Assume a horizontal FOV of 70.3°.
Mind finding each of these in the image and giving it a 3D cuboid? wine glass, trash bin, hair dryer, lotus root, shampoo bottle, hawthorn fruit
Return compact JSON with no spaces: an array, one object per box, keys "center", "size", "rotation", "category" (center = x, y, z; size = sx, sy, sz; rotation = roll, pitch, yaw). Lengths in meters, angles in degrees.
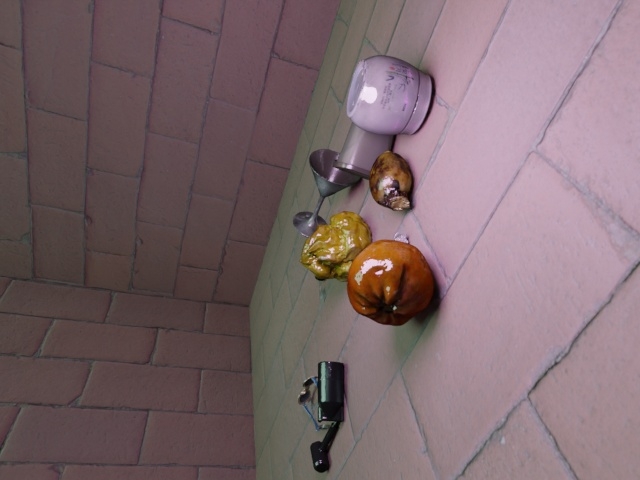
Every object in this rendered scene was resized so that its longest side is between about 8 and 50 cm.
[{"center":[0.010,-0.213,2.271],"size":[0.267,0.266,0.406],"rotation":[-99,25,-46],"category":"wine glass"},{"center":[0.192,-0.386,1.892],"size":[0.219,0.219,0.251],"rotation":[-161,88,-74],"category":"trash bin"},{"center":[0.034,0.876,1.963],"size":[0.248,0.070,0.114],"rotation":[-64,21,21],"category":"hair dryer"},{"center":[0.256,-0.232,1.700],"size":[0.314,0.141,0.169],"rotation":[-94,26,-44],"category":"lotus root"},{"center":[0.028,0.683,2.029],"size":[0.302,0.116,0.245],"rotation":[111,163,-66],"category":"hair dryer"},{"center":[0.249,-0.527,1.672],"size":[0.273,0.266,0.273],"rotation":[-172,90,-78],"category":"shampoo bottle"},{"center":[0.220,0.111,1.452],"size":[0.298,0.276,0.277],"rotation":[-70,4,-48],"category":"hawthorn fruit"}]

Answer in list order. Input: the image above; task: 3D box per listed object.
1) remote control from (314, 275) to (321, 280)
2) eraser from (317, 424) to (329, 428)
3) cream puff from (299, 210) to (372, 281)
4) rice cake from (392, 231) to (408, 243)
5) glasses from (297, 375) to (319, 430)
[{"center":[0.051,0.070,2.323],"size":[0.399,0.062,0.145],"rotation":[122,152,-50],"category":"remote control"},{"center":[0.012,0.851,2.075],"size":[0.099,0.027,0.019],"rotation":[128,149,-59],"category":"eraser"},{"center":[0.055,0.023,1.986],"size":[0.324,0.256,0.292],"rotation":[-36,55,58],"category":"cream puff"},{"center":[0.252,0.076,1.692],"size":[0.049,0.055,0.270],"rotation":[-92,18,-47],"category":"rice cake"},{"center":[-0.048,0.786,2.200],"size":[0.221,0.088,0.190],"rotation":[-113,37,-60],"category":"glasses"}]
